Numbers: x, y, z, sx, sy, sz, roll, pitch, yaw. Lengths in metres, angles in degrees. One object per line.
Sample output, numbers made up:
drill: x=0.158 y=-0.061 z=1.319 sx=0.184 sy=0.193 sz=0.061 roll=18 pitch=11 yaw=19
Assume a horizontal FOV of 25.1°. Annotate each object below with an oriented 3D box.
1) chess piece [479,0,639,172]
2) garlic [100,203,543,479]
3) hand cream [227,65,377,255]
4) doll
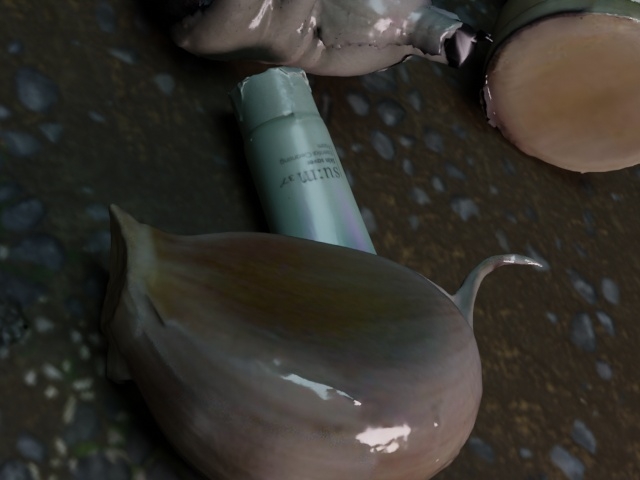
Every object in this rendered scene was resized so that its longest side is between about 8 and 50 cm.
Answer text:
chess piece: x=0.196 y=-0.184 z=1.048 sx=0.142 sy=0.143 sz=0.261 roll=31 pitch=43 yaw=-19
garlic: x=0.024 y=0.068 z=0.745 sx=0.266 sy=0.128 sz=0.148 roll=7 pitch=86 yaw=-35
hand cream: x=0.000 y=0.000 z=0.820 sx=0.078 sy=0.050 sz=0.205 roll=-10 pitch=73 yaw=-35
doll: x=-0.010 y=-0.147 z=0.868 sx=0.192 sy=0.149 sz=0.095 roll=7 pitch=99 yaw=-26
